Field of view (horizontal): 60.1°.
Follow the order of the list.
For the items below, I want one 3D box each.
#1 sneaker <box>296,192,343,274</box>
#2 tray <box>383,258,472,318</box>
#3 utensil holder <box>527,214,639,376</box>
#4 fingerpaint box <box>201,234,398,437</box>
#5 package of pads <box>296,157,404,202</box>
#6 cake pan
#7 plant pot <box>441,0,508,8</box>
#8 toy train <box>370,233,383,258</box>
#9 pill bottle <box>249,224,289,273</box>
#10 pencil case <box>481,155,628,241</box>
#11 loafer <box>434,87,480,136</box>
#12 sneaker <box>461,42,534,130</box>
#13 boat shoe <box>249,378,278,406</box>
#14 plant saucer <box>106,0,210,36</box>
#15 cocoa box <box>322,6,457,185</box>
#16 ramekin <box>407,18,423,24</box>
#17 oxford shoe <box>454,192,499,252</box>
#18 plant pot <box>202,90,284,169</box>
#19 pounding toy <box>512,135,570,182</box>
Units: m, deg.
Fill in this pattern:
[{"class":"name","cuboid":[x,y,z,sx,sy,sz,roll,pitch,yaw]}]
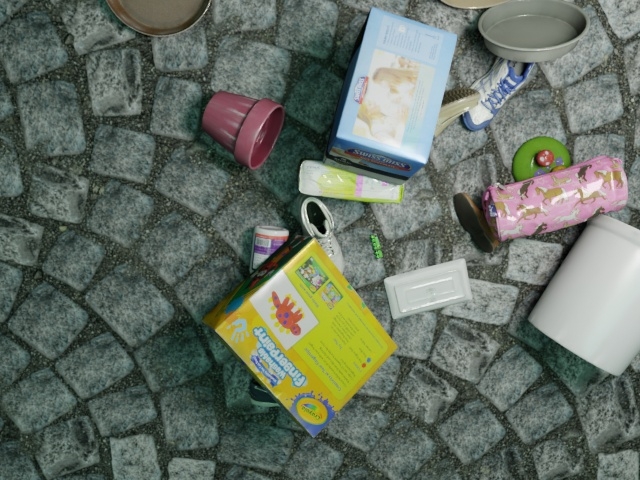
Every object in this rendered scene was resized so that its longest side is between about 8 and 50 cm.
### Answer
[{"class":"sneaker","cuboid":[0.000,0.000,1.649,0.108,0.169,0.292,-22,102,-2]},{"class":"tray","cuboid":[0.349,0.159,1.771,0.271,0.030,0.145,-14,102,-1]},{"class":"utensil holder","cuboid":[0.861,0.160,1.662,0.328,0.327,0.385,29,100,-8]},{"class":"fingerpaint box","cuboid":[-0.052,0.269,1.601,0.371,0.163,0.444,-44,111,-16]},{"class":"package of pads","cuboid":[0.080,-0.174,1.592,0.297,0.229,0.101,5,100,-4]},{"class":"cake pan","cuboid":[0.592,-0.590,1.550,0.294,0.293,0.054,-14,137,-1]},{"class":"plant pot","cuboid":[0.444,-0.827,1.512,0.257,0.256,0.273,1,83,-4]},{"class":"toy train","cuboid":[0.177,0.017,1.741,0.024,0.017,0.083,-18,101,-10]},{"class":"pill bottle","cuboid":[-0.159,0.056,1.678,0.108,0.108,0.193,7,100,-5]},{"class":"pencil case","cuboid":[0.673,-0.121,1.600,0.387,0.160,0.167,-15,142,10]},{"class":"loafer","cuboid":[0.349,-0.366,1.644,0.269,0.101,0.092,-22,121,15]},{"class":"sneaker","cuboid":[0.524,-0.458,1.623,0.112,0.131,0.296,30,98,-10]},{"class":"boat shoe","cuboid":[-0.100,0.478,1.768,0.255,0.095,0.079,3,111,5]},{"class":"plant saucer","cuboid":[-0.452,-0.729,1.548,0.311,0.050,0.310,-1,101,-3]},{"class":"cocoa box","cuboid":[0.167,-0.350,1.391,0.232,0.228,0.346,16,80,-6]},{"class":"ramekin","cuboid":[0.226,-0.507,1.594,0.273,0.127,0.272,-1,101,-3]},{"class":"oxford shoe","cuboid":[0.492,-0.067,1.731,0.076,0.076,0.212,-38,99,-27]},{"class":"plant pot","cuboid":[-0.227,-0.329,1.572,0.180,0.201,0.201,28,97,7]},{"class":"pounding toy","cuboid":[0.689,-0.200,1.689,0.183,0.110,0.236,9,99,-5]}]
